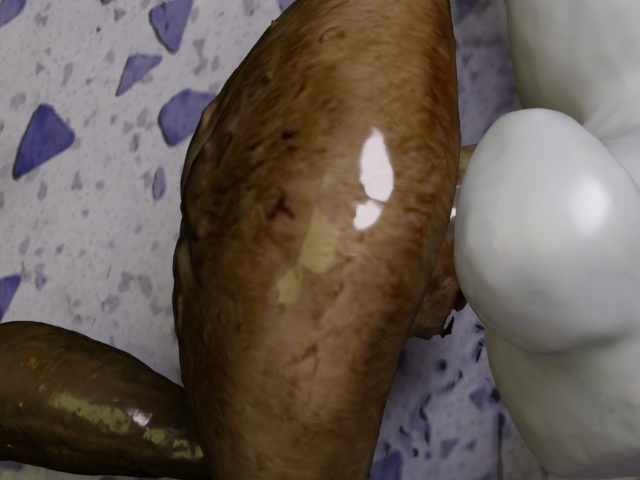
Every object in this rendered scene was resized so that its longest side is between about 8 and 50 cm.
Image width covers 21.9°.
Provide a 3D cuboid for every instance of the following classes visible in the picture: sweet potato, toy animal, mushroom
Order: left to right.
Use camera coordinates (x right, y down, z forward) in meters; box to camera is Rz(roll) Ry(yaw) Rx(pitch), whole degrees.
[{"bbox_3d":[-0.151,0.093,0.979,0.286,0.112,0.085,2,80,35],"label":"sweet potato"},{"bbox_3d":[0.000,0.000,0.801,0.278,0.146,0.278,-167,90,-81],"label":"mushroom"},{"bbox_3d":[0.142,-0.086,0.680,0.196,0.241,0.367,-18,63,38],"label":"toy animal"}]
